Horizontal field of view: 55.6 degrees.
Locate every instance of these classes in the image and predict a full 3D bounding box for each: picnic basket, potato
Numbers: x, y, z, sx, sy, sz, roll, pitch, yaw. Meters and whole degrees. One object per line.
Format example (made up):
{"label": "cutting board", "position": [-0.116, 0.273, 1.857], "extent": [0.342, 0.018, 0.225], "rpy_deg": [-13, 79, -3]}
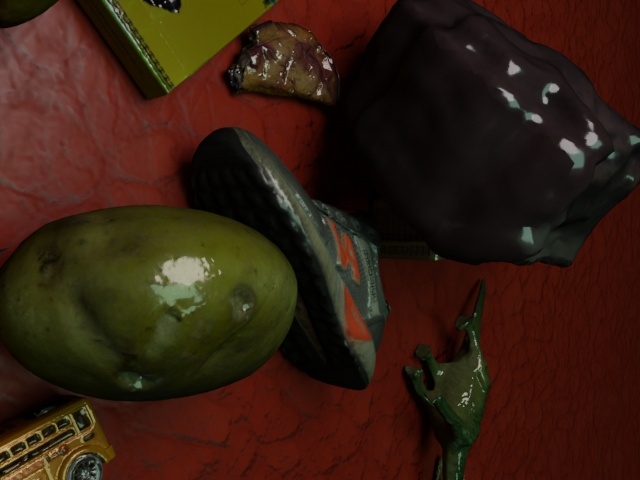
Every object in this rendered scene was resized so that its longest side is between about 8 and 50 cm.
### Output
{"label": "picnic basket", "position": [0.153, -0.017, 0.827], "extent": [0.164, 0.115, 0.079], "rpy_deg": [-2, 92, -47]}
{"label": "potato", "position": [-0.125, 0.052, 0.485], "extent": [0.228, 0.197, 0.148], "rpy_deg": [48, 41, -72]}

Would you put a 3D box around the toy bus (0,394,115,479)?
{"label": "toy bus", "position": [-0.244, 0.180, 0.450], "extent": [0.162, 0.070, 0.074], "rpy_deg": [-26, 102, -46]}

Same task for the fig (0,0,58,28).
{"label": "fig", "position": [-0.221, -0.228, 0.374], "extent": [0.191, 0.181, 0.180], "rpy_deg": [-53, 129, -53]}

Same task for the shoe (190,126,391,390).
{"label": "shoe", "position": [0.000, 0.000, 0.665], "extent": [0.171, 0.132, 0.336], "rpy_deg": [-53, 129, -37]}

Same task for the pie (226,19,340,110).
{"label": "pie", "position": [-0.035, -0.196, 0.677], "extent": [0.170, 0.034, 0.091], "rpy_deg": [-8, 102, -46]}

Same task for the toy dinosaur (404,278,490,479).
{"label": "toy dinosaur", "position": [0.231, 0.286, 0.931], "extent": [0.447, 0.087, 0.300], "rpy_deg": [-50, 119, -38]}

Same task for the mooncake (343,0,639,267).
{"label": "mooncake", "position": [0.205, -0.134, 0.719], "extent": [0.212, 0.350, 0.381], "rpy_deg": [-55, 162, 28]}

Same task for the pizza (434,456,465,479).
{"label": "pizza", "position": [0.213, 0.440, 0.957], "extent": [0.188, 0.062, 0.198], "rpy_deg": [-13, 100, -48]}

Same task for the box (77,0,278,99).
{"label": "box", "position": [-0.111, -0.278, 0.586], "extent": [0.279, 0.041, 0.153], "rpy_deg": [-52, 128, -31]}
